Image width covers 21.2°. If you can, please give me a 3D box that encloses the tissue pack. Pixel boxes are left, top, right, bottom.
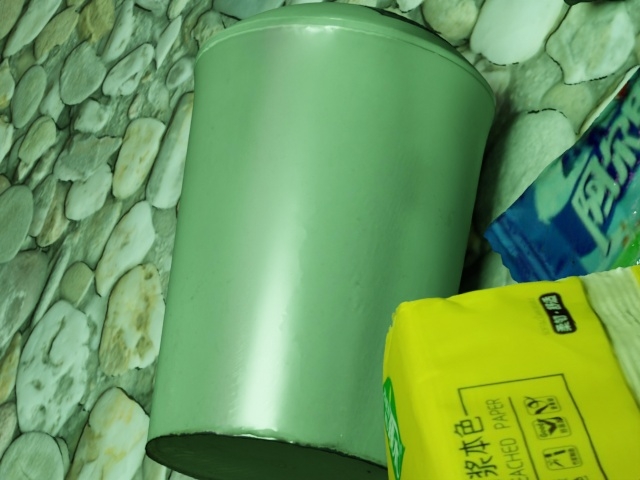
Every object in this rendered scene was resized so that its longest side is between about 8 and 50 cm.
[{"bbox_3d":[0.173,0.229,1.029,0.228,0.293,0.382,-10,29,0],"label":"tissue pack"}]

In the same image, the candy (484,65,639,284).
[{"bbox_3d":[0.276,-0.067,1.381,0.331,0.077,0.187,-49,39,15],"label":"candy"}]

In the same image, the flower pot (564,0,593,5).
[{"bbox_3d":[0.202,-0.387,1.493,0.299,0.299,0.282,-9,57,50],"label":"flower pot"}]

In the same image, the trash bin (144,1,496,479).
[{"bbox_3d":[0.000,0.000,1.527,0.280,0.280,0.432,-14,61,48],"label":"trash bin"}]
